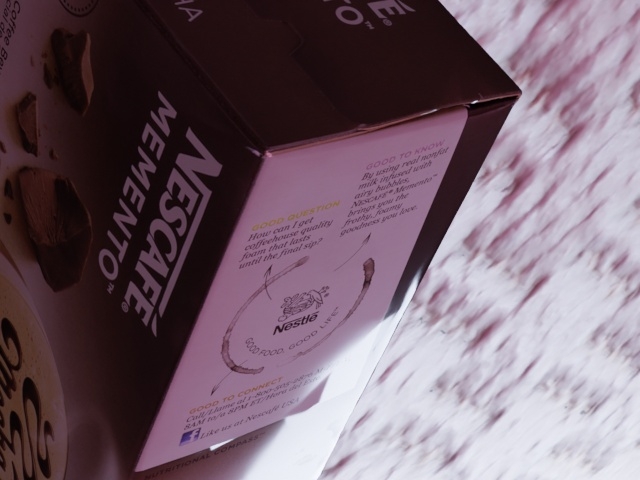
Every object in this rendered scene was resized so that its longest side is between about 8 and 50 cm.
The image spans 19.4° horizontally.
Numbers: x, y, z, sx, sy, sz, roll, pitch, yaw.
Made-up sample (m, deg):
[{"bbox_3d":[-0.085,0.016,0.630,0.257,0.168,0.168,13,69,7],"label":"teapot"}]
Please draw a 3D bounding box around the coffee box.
[{"bbox_3d":[-0.064,0.006,0.746,0.119,0.168,0.297,-15,145,-37],"label":"coffee box"}]
